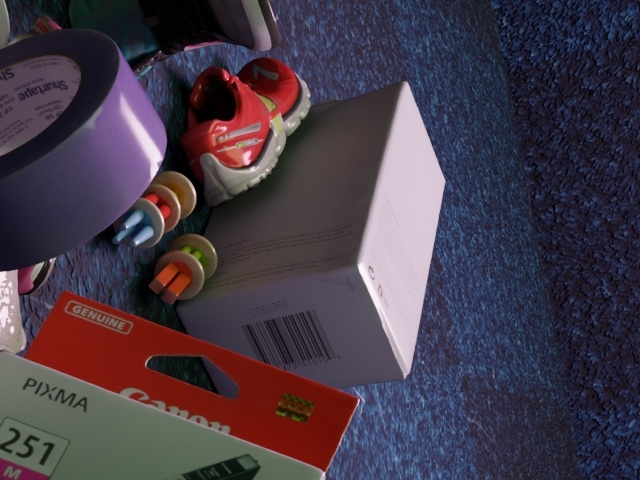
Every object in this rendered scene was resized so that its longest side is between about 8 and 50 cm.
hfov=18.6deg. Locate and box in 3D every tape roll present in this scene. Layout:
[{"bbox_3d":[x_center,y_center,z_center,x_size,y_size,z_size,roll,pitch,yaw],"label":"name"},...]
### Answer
[{"bbox_3d":[-0.216,-0.069,1.458,0.189,0.189,0.080,-81,149,-48],"label":"tape roll"}]

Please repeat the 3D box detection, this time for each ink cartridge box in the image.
[{"bbox_3d":[-0.127,0.150,1.517,0.060,0.275,0.239,101,12,-50],"label":"ink cartridge box"}]

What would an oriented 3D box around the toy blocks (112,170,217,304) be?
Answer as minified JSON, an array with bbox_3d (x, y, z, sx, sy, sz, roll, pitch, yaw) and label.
[{"bbox_3d":[-0.158,0.008,1.925,0.148,0.054,0.123,-50,124,-67],"label":"toy blocks"}]

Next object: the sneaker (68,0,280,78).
[{"bbox_3d":[-0.152,-0.222,1.906,0.295,0.178,0.123,-147,-142,-74],"label":"sneaker"}]

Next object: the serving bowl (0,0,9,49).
[{"bbox_3d":[-0.302,-0.198,1.694,0.083,0.027,0.083,-14,90,-72],"label":"serving bowl"}]

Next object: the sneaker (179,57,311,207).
[{"bbox_3d":[-0.089,-0.150,2.168,0.118,0.107,0.279,58,22,-22],"label":"sneaker"}]

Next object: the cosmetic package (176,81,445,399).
[{"bbox_3d":[0.000,0.000,2.142,0.385,0.217,0.156,-70,142,-55],"label":"cosmetic package"}]

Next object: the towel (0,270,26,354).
[{"bbox_3d":[-0.305,-0.029,1.536,0.187,0.049,0.282,5,72,-71],"label":"towel"}]

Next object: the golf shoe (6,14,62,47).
[{"bbox_3d":[-0.249,-0.123,1.758,0.067,0.086,0.186,43,-16,28],"label":"golf shoe"}]

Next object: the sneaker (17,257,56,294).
[{"bbox_3d":[-0.236,-0.009,1.695,0.075,0.063,0.170,53,24,-37],"label":"sneaker"}]
